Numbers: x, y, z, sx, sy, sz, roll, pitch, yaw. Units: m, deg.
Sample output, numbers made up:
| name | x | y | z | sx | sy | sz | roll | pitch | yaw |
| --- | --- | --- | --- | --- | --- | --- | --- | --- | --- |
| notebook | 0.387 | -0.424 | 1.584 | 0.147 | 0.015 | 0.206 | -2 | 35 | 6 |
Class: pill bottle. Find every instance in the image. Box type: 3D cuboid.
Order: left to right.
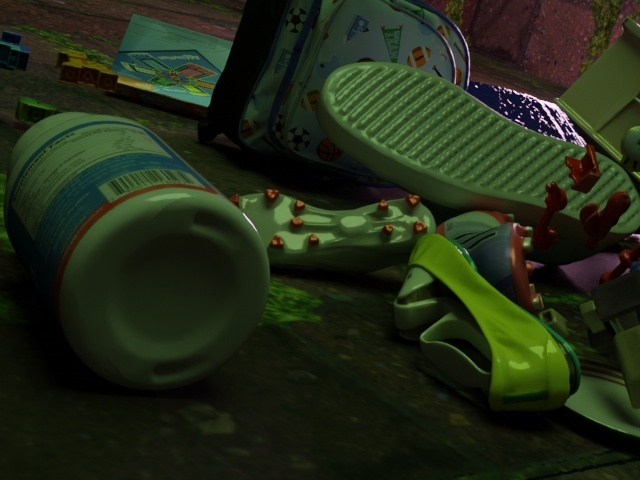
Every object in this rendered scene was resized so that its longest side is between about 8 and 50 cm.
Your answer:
| name | x | y | z | sx | sy | sz | roll | pitch | yaw |
| --- | --- | --- | --- | --- | --- | --- | --- | --- | --- |
| pill bottle | -0.128 | -0.008 | 0.718 | 0.124 | 0.124 | 0.221 | 8 | 17 | -29 |

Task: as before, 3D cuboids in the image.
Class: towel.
| name | x | y | z | sx | sy | sz | roll | pitch | yaw |
| --- | --- | --- | --- | --- | --- | --- | --- | --- | --- |
| towel | 0.301 | -0.101 | 1.495 | 0.308 | 0.076 | 0.227 | 9 | 40 | -32 |

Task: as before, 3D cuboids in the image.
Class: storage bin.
| name | x | y | z | sx | sy | sz | roll | pitch | yaw |
| --- | --- | --- | --- | --- | --- | --- | --- | --- | --- |
| storage bin | 0.417 | -0.078 | 1.278 | 0.260 | 0.123 | 0.262 | 50 | 9 | 30 |

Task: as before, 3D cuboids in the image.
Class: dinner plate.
| name | x | y | z | sx | sy | sz | roll | pitch | yaw |
| --- | --- | --- | --- | --- | --- | --- | --- | --- | --- |
| dinner plate | 0.217 | 0.120 | 0.833 | 0.141 | 0.017 | 0.141 | 16 | 14 | -4 |

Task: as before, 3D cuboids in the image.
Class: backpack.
| name | x | y | z | sx | sy | sz | roll | pitch | yaw |
| --- | --- | --- | --- | --- | --- | --- | --- | --- | --- |
| backpack | 0.040 | -0.185 | 1.296 | 0.263 | 0.276 | 0.213 | 14 | 19 | -36 |

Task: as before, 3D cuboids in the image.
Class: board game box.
| name | x | y | z | sx | sy | sz | roll | pitch | yaw |
| --- | --- | --- | --- | --- | --- | --- | --- | --- | --- |
| board game box | -0.124 | -0.206 | 1.481 | 0.281 | 0.027 | 0.145 | 15 | 45 | -6 |

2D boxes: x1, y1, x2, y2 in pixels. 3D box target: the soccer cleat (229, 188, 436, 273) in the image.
| name | x | y | z | sx | sy | sz | roll | pitch | yaw |
| --- | --- | --- | --- | --- | --- | --- | --- | --- | --- |
| soccer cleat | 0.000 | 0.000 | 0.962 | 0.196 | 0.076 | 0.068 | 0 | 58 | -8 |

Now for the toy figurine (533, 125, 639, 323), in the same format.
| name | x | y | z | sx | sy | sz | roll | pitch | yaw |
| --- | --- | --- | --- | --- | --- | --- | --- | --- | --- |
| toy figurine | 0.365 | 0.076 | 1.020 | 0.363 | 0.191 | 0.217 | 19 | 44 | -18 |

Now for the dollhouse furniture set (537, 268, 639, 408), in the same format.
| name | x | y | z | sx | sy | sz | roll | pitch | yaw |
| --- | --- | --- | --- | --- | --- | --- | --- | --- | --- |
| dollhouse furniture set | 0.227 | 0.101 | 0.863 | 0.081 | 0.091 | 0.114 | 53 | 21 | -33 |

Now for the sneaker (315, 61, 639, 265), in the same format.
| name | x | y | z | sx | sy | sz | roll | pitch | yaw |
| --- | --- | --- | --- | --- | --- | --- | --- | --- | --- |
| sneaker | 0.140 | -0.051 | 1.151 | 0.366 | 0.150 | 0.135 | 23 | 51 | -18 |

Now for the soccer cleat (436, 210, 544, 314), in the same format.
| name | x | y | z | sx | sy | sz | roll | pitch | yaw |
| --- | --- | --- | --- | --- | --- | --- | --- | --- | --- |
| soccer cleat | 0.132 | 0.021 | 0.976 | 0.095 | 0.083 | 0.248 | -9 | 9 | 6 |

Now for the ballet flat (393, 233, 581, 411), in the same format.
| name | x | y | z | sx | sy | sz | roll | pitch | yaw |
| --- | --- | --- | --- | --- | --- | --- | --- | --- | --- |
| ballet flat | 0.099 | 0.058 | 0.839 | 0.077 | 0.077 | 0.231 | -16 | 28 | -16 |

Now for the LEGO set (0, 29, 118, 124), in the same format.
| name | x | y | z | sx | sy | sz | roll | pitch | yaw |
| --- | --- | --- | --- | --- | --- | --- | --- | --- | --- |
| LEGO set | -0.280 | -0.162 | 1.173 | 0.227 | 0.087 | 0.093 | 12 | 16 | -19 |
